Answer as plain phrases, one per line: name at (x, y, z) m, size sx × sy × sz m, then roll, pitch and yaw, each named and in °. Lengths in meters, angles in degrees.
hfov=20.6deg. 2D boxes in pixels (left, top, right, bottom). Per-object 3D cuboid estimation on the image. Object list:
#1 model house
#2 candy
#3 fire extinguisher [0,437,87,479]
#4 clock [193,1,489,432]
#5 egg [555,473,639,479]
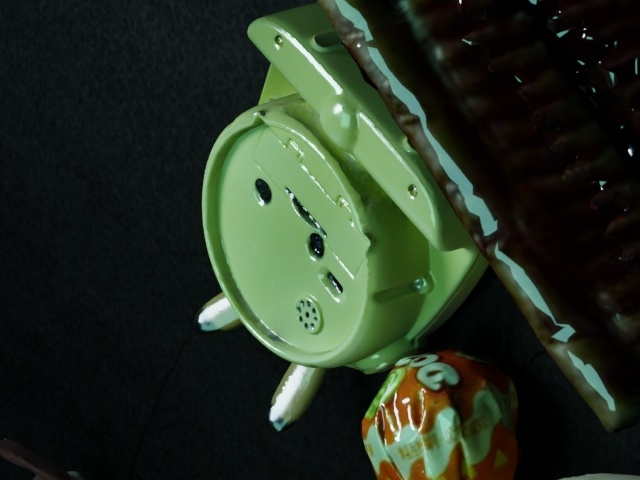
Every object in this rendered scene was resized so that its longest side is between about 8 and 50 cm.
model house at (0.120, -0.105, 0.607) m, size 0.317 × 0.282 × 0.297 m, roll 60°, pitch 140°, yaw 11°
candy at (0.110, 0.188, 0.925) m, size 0.078 × 0.084 × 0.287 m, roll -17°, pitch 102°, yaw 56°
fire extinguisher at (-0.196, 0.254, 1.260) m, size 0.075 × 0.106 × 0.252 m, roll -135°, pitch 41°, yaw -56°
clock at (0.000, 0.000, 0.957) m, size 0.170 × 0.069 × 0.232 m, roll 49°, pitch 136°, yaw 25°
egg at (0.099, 0.231, 0.723) m, size 0.337 × 0.201 × 0.337 m, roll -30°, pitch 44°, yaw 33°
